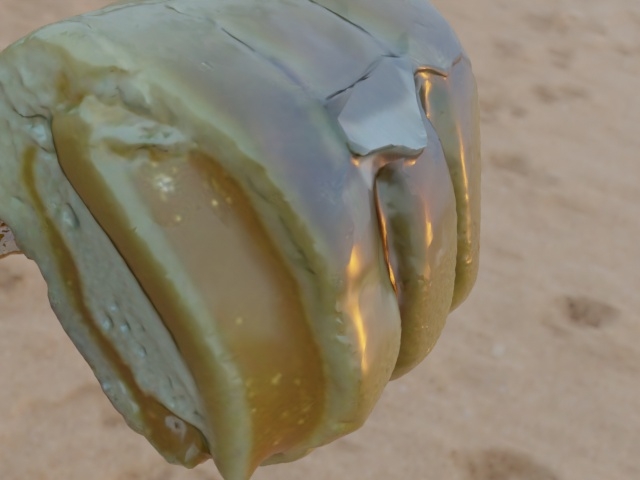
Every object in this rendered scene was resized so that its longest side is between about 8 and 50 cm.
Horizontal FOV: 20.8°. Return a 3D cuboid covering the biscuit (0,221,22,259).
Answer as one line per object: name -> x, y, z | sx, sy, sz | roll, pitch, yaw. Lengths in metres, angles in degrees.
biscuit -> -0.430, -0.043, 1.988 | 0.295, 0.186, 0.044 | -13, 3, -10

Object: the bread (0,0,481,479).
bread -> -0.014, -0.042, 1.086 | 0.210, 0.300, 0.341 | -21, 7, 35
